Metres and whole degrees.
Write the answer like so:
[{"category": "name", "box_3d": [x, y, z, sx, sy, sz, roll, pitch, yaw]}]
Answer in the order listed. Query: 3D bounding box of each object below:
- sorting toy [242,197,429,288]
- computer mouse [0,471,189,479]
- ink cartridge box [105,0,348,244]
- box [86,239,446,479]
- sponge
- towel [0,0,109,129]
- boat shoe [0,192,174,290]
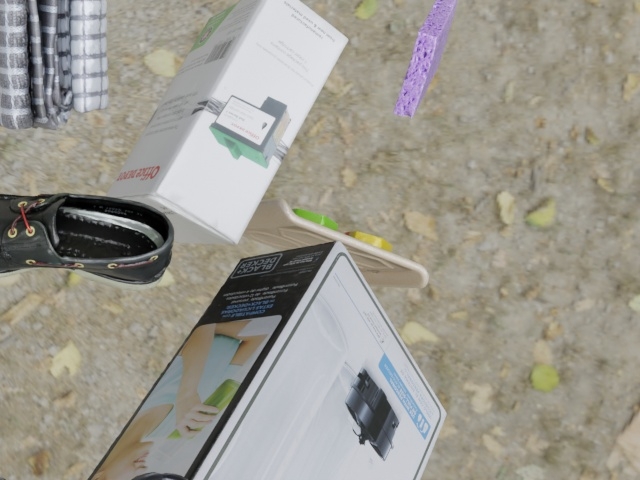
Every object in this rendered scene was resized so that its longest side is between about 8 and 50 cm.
[{"category": "sorting toy", "box_3d": [0.000, 0.000, 1.165, 0.208, 0.193, 0.038, 26, 77, -26]}, {"category": "computer mouse", "box_3d": [-0.069, 0.192, 0.266, 0.072, 0.272, 0.188, -36, 139, 22]}, {"category": "ink cartridge box", "box_3d": [-0.091, -0.108, 0.917, 0.093, 0.160, 0.219, 33, 77, -23]}, {"category": "box", "box_3d": [-0.038, 0.157, 0.587, 0.169, 0.087, 0.290, 59, 41, -25]}, {"category": "sponge", "box_3d": [0.147, -0.258, 1.363, 0.031, 0.210, 0.117, 19, 122, 6]}, {"category": "towel", "box_3d": [-0.308, -0.239, 0.943, 0.121, 0.284, 0.235, -10, 112, -35]}, {"category": "boat shoe", "box_3d": [-0.141, -0.006, 0.509, 0.133, 0.042, 0.049, 9, 55, -14]}]
